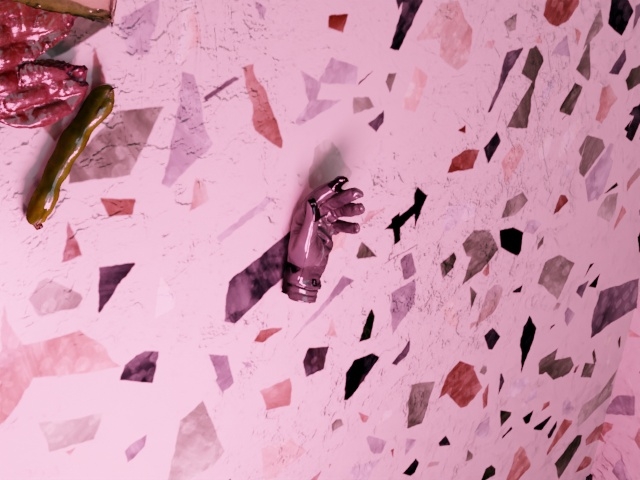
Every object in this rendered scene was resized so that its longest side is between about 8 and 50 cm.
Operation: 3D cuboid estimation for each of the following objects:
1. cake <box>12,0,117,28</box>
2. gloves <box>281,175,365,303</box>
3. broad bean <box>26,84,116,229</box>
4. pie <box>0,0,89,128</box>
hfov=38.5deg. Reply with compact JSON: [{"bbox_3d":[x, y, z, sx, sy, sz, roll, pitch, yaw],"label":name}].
[{"bbox_3d":[-0.390,-0.411,1.174,0.284,0.172,0.158,10,147,-9],"label":"cake"},{"bbox_3d":[-0.009,-0.001,1.811,0.142,0.119,0.285,-3,128,-56],"label":"gloves"},{"bbox_3d":[-0.386,-0.130,1.405,0.256,0.052,0.053,-61,152,3],"label":"broad bean"},{"bbox_3d":[-0.421,-0.266,1.296,0.204,0.054,0.218,-9,120,-42],"label":"pie"}]
